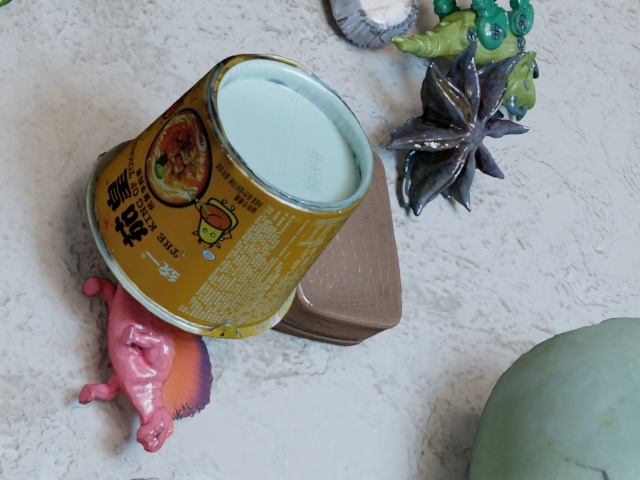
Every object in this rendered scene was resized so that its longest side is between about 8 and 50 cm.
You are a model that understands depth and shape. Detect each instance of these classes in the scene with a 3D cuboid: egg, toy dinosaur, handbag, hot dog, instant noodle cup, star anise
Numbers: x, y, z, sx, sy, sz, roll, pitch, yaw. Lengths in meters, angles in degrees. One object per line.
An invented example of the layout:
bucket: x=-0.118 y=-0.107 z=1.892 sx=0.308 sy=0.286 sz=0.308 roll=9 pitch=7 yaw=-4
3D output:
egg: x=0.279 y=0.254 z=1.572 sx=0.278 sy=0.278 sz=0.336 roll=19 pitch=52 yaw=-32
toy dinosaur: x=0.162 y=-0.226 z=1.816 sx=0.259 sy=0.094 sz=0.153 roll=12 pitch=79 yaw=-47
toy dinosaur: x=-0.141 y=0.062 z=1.483 sx=0.139 sy=0.070 sz=0.286 roll=27 pitch=47 yaw=-41
handbag: x=0.000 y=0.000 z=1.612 sx=0.151 sy=0.072 sz=0.193 roll=7 pitch=68 yaw=-37
hot dog: x=0.041 y=-0.301 z=1.794 sx=0.108 sy=0.059 sz=0.191 roll=-16 pitch=84 yaw=-29
instant noodle cup: x=-0.068 y=-0.047 z=1.428 sx=0.215 sy=0.172 sz=0.216 roll=23 pitch=44 yaw=-25
star anise: x=0.138 y=-0.120 z=1.747 sx=0.180 sy=0.061 sz=0.205 roll=19 pitch=93 yaw=-47

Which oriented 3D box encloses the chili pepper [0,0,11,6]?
chili pepper: x=-0.324 y=-0.383 z=1.532 sx=0.085 sy=0.076 sz=0.359 roll=10 pitch=61 yaw=-64

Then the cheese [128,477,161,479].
cheese: x=-0.092 y=0.299 z=1.341 sx=0.189 sy=0.154 sz=0.198 roll=24 pitch=56 yaw=-36
